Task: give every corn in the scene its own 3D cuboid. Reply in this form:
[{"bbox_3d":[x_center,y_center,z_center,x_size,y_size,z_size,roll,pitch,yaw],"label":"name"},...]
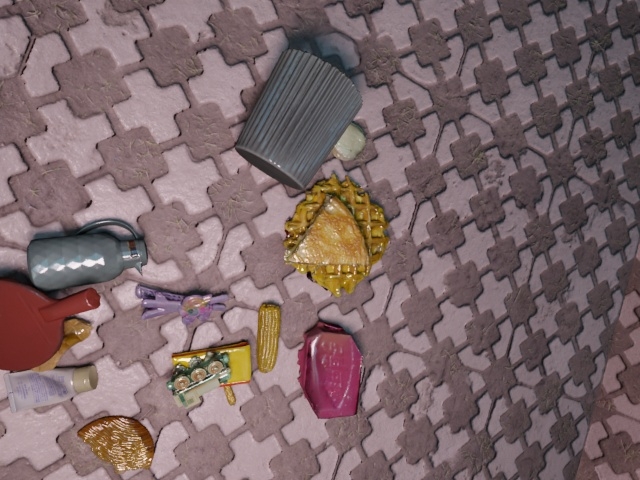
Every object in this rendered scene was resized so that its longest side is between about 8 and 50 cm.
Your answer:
[{"bbox_3d":[-0.173,0.323,1.445,0.080,0.080,0.231,0,95,-23],"label":"corn"},{"bbox_3d":[-0.298,0.509,1.427,0.027,0.028,0.083,-19,100,-10],"label":"corn"}]

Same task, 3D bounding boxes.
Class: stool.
[{"bbox_3d":[-0.075,-0.357,1.342,0.297,0.297,0.330,31,86,-21],"label":"stool"}]

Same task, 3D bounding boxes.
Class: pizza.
[{"bbox_3d":[0.000,0.000,1.410,0.288,0.075,0.279,-21,91,-19],"label":"pizza"}]

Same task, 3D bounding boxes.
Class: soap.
[{"bbox_3d":[0.034,0.447,1.512,0.220,0.127,0.324,4,91,-25],"label":"soap"}]

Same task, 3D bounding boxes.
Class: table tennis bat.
[{"bbox_3d":[-0.762,0.205,1.113,0.415,0.051,0.268,-18,109,8],"label":"table tennis bat"}]

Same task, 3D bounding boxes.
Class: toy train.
[{"bbox_3d":[-0.360,0.417,1.313,0.194,0.081,0.125,-22,116,-16],"label":"toy train"}]

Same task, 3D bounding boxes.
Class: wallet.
[{"bbox_3d":[-0.345,0.409,1.389,0.241,0.067,0.141,-6,100,-18],"label":"wallet"}]

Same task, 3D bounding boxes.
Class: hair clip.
[{"bbox_3d":[-0.426,0.203,1.328,0.278,0.090,0.137,10,123,-20],"label":"hair clip"}]

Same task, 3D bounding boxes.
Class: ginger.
[{"bbox_3d":[-0.731,0.287,1.212,0.190,0.069,0.095,-38,93,-13],"label":"ginger"}]

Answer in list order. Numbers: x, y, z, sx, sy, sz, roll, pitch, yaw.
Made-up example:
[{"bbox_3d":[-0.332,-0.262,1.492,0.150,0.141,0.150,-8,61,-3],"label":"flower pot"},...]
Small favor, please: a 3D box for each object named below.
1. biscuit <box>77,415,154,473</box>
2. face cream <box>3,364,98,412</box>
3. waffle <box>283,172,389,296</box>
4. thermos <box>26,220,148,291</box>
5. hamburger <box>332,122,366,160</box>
[{"bbox_3d":[-0.613,0.617,1.301,0.229,0.031,0.176,15,86,-23],"label":"biscuit"},{"bbox_3d":[-0.758,0.407,1.222,0.224,0.070,0.114,-9,95,-10],"label":"face cream"},{"bbox_3d":[0.065,-0.019,1.521,0.380,0.095,0.382,41,76,-17],"label":"waffle"},{"bbox_3d":[-0.638,0.037,1.208,0.287,0.145,0.182,-9,68,-24],"label":"thermos"},{"bbox_3d":[0.098,-0.349,1.526,0.140,0.062,0.133,-32,103,-16],"label":"hamburger"}]
